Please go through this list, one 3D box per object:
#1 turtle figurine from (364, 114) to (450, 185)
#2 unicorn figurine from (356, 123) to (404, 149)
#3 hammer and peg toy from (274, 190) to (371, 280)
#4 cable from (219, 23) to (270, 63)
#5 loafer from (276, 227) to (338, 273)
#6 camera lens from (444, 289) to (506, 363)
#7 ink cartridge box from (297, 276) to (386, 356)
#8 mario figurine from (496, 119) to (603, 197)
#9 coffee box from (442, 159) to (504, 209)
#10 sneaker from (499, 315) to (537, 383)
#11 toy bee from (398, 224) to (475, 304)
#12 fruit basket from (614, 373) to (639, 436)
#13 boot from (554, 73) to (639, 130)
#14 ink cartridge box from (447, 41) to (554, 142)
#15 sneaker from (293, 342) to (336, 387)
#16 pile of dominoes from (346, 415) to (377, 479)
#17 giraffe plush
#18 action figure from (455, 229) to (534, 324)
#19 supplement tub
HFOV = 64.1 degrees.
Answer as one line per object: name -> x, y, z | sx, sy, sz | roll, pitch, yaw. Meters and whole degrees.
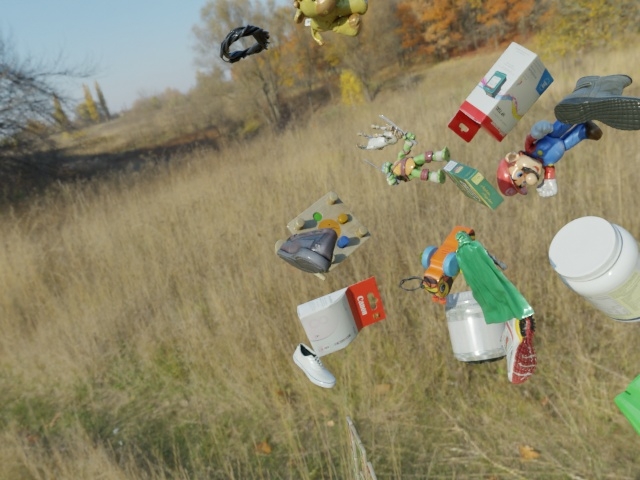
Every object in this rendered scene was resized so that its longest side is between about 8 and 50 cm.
turtle figurine -> 0.319, -0.295, 1.872 | 0.266, 0.275, 0.198 | 6, 42, 33
unicorn figurine -> 0.145, -0.255, 1.293 | 0.111, 0.060, 0.162 | 4, 6, -39
hammer and peg toy -> 0.000, 0.000, 2.042 | 0.361, 0.266, 0.127 | -40, -5, -20
cable -> -0.214, -0.560, 1.464 | 0.150, 0.047, 0.184 | -14, -1, -16
loafer -> -0.026, 0.022, 1.269 | 0.095, 0.109, 0.302 | -60, 15, -10
camera lens -> 0.608, 0.330, 1.985 | 0.219, 0.274, 0.219 | -10, -8, -1
ink cartridge box -> 0.069, 0.220, 1.447 | 0.232, 0.189, 0.066 | -18, 39, 2
mario figurine -> 0.676, -0.241, 1.528 | 0.320, 0.198, 0.170 | -44, -11, 25
coffee box -> 0.390, -0.147, 1.326 | 0.040, 0.113, 0.184 | -44, 18, 7
sneaker -> 0.606, 0.331, 1.578 | 0.088, 0.225, 0.093 | 23, -26, -18
toy bee -> 0.346, 0.095, 1.491 | 0.298, 0.162, 0.195 | -27, 34, -10
fruit basket -> 0.875, 0.474, 1.103 | 0.283, 0.392, 0.392 | -48, 16, 6
boot -> 0.706, -0.348, 1.223 | 0.161, 0.083, 0.246 | -45, 38, -20
ink cartridge box -> 0.422, -0.325, 1.205 | 0.134, 0.231, 0.078 | 16, 28, -49
sneaker -> -0.029, 0.552, 2.269 | 0.094, 0.091, 0.258 | -17, 37, -43
pile of dominoes -> 0.092, 0.567, 1.182 | 0.040, 0.251, 0.196 | -14, 25, -11
giraffe plush -> 0.007, -0.653, 1.405 | 0.210, 0.181, 0.170 | -13, -4, 28
action figure -> 0.380, 0.078, 1.178 | 0.063, 0.232, 0.137 | -33, 1, -41
supplement tub -> 0.880, 0.088, 1.560 | 0.235, 0.325, 0.235 | -41, 32, 33
